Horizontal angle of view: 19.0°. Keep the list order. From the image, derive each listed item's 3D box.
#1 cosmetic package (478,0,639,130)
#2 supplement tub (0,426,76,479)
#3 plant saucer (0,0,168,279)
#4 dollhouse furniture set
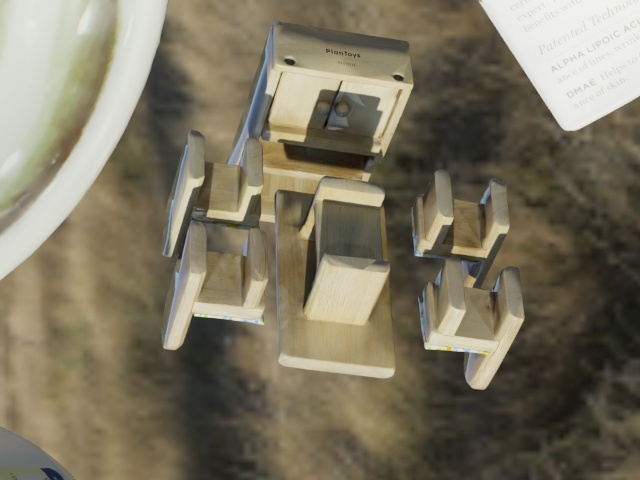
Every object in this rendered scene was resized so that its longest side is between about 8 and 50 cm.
[{"bbox_3d":[0.156,-0.196,1.101,0.184,0.151,0.151,53,-162,-22],"label":"cosmetic package"},{"bbox_3d":[-0.259,0.190,0.886,0.325,0.235,0.235,18,-112,-65],"label":"supplement tub"},{"bbox_3d":[-0.257,-0.144,0.865,0.100,0.400,0.400,18,110,51],"label":"plant saucer"},{"bbox_3d":[0.000,0.000,1.286,0.161,0.212,0.242,112,162,-48],"label":"dollhouse furniture set"}]
